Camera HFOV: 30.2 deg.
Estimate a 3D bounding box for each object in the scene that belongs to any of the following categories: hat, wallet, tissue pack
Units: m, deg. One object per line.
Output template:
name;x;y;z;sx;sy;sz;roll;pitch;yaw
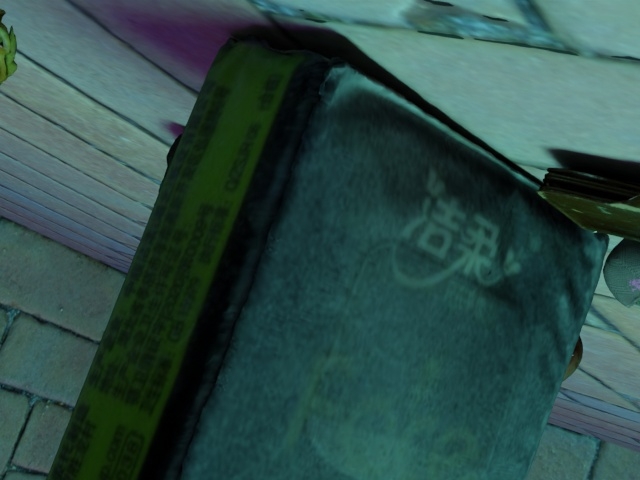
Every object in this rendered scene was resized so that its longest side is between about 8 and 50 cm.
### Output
hat;0.202;0.009;0.690;0.042;0.058;0.087;57;150;-6
wallet;0.206;-0.007;0.616;0.176;0.026;0.095;16;177;35
tissue pack;-0.006;0.123;0.680;0.124;0.394;0.288;14;171;46

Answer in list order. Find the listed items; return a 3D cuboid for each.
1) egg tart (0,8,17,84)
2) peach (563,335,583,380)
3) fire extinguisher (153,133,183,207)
egg tart;-0.282;-0.150;0.578;0.297;0.132;0.297;10;159;4
peach;0.209;0.101;1.129;0.083;0.083;0.083;20;172;3
fire extinguisher;0.000;0.000;0.936;0.268;0.089;0.072;20;151;3
